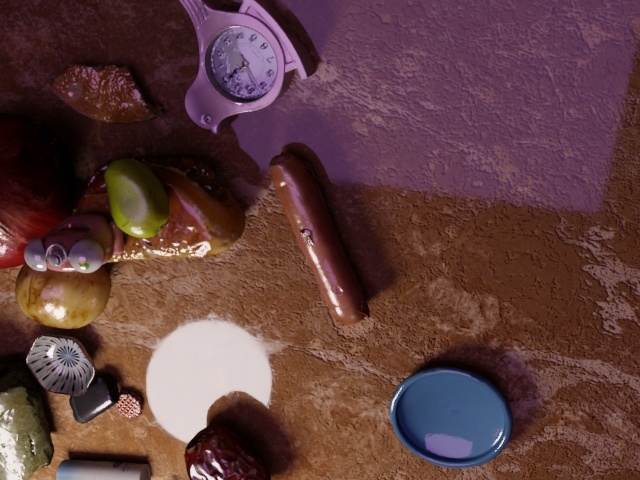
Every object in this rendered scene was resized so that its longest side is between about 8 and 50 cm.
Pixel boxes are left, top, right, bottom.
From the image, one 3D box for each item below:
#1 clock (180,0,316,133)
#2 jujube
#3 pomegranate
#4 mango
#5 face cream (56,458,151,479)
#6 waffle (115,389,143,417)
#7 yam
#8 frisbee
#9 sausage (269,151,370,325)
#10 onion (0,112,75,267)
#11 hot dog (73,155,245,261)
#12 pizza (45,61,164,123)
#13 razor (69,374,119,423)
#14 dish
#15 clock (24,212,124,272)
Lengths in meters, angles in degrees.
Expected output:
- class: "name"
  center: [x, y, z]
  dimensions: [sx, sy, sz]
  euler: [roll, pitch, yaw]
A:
- class: "clock"
  center: [-0.198, -0.387, 1.531]
  dimensions: [0.275, 0.080, 0.290]
  euler: [-32, 102, 23]
- class: "jujube"
  center: [-0.234, 0.593, 1.904]
  dimensions: [0.183, 0.183, 0.243]
  euler: [-29, 104, 22]
- class: "pomegranate"
  center: [-0.604, 0.097, 1.771]
  dimensions: [0.215, 0.215, 0.215]
  euler: [5, 113, 11]
- class: "mango"
  center: [-0.363, -0.083, 1.485]
  dimensions: [0.117, 0.089, 0.163]
  euler: [-4, 111, 17]
- class: "face cream"
  center: [-0.597, 0.648, 2.064]
  dimensions: [0.250, 0.077, 0.077]
  euler: [-1, 112, 12]
- class: "waffle"
  center: [-0.506, 0.435, 1.979]
  dimensions: [0.075, 0.029, 0.083]
  euler: [3, 112, 13]
- class: "yam"
  center: [-0.831, 0.467, 1.983]
  dimensions: [0.195, 0.195, 0.300]
  euler: [1, 113, 13]
- class: "frisbee"
  center: [0.307, 0.412, 1.769]
  dimensions: [0.290, 0.049, 0.289]
  euler: [6, 116, 13]
- class: "sausage"
  center: [0.000, 0.000, 1.641]
  dimensions: [0.094, 0.094, 0.418]
  euler: [-24, 106, -2]
- class: "onion"
  center: [-0.690, -0.125, 1.626]
  dimensions: [0.341, 0.341, 0.341]
  euler: [5, 113, 11]
- class: "hot dog"
  center: [-0.374, -0.077, 1.644]
  dimensions: [0.405, 0.185, 0.223]
  euler: [-4, 111, 15]
- class: "pizza"
  center: [-0.472, -0.322, 1.635]
  dimensions: [0.271, 0.056, 0.134]
  euler: [7, 116, 12]
- class: "razor"
  center: [-0.594, 0.416, 1.964]
  dimensions: [0.148, 0.054, 0.090]
  euler: [-32, 73, 24]
- class: "dish"
  center: [-0.660, 0.310, 1.942]
  dimensions: [0.191, 0.066, 0.190]
  euler: [4, 113, 9]
- class: "clock"
  center: [-0.499, 0.007, 1.521]
  dimensions: [0.166, 0.162, 0.092]
  euler: [2, 111, 13]
